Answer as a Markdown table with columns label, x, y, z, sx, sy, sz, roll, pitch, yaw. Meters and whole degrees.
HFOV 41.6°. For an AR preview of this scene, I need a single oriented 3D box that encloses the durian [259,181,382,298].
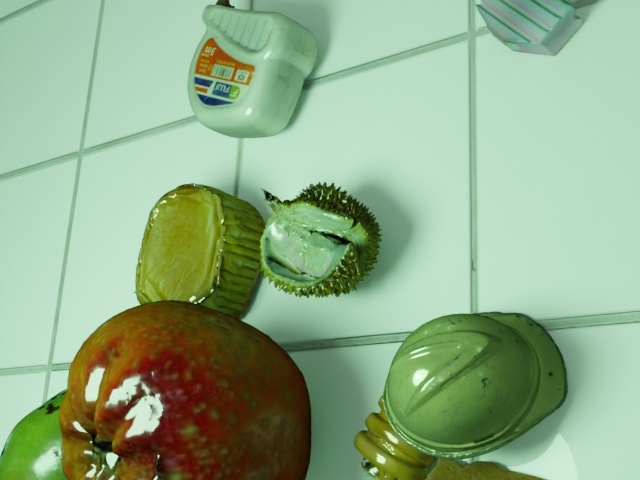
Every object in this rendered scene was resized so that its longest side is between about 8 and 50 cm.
| label | x | y | z | sx | sy | sz | roll | pitch | yaw |
| --- | --- | --- | --- | --- | --- | --- | --- | --- | --- |
| durian | 0.000 | 0.000 | 1.383 | 0.193 | 0.137 | 0.237 | -53 | 52 | 16 |

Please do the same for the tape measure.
| label | x | y | z | sx | sy | sz | roll | pitch | yaw |
| --- | --- | --- | --- | --- | --- | --- | --- | --- | --- |
| tape measure | -0.139 | -0.327 | 1.614 | 0.258 | 0.130 | 0.265 | 21 | 93 | 42 |

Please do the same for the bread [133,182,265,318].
| label | x | y | z | sx | sy | sz | roll | pitch | yaw |
| --- | --- | --- | --- | --- | --- | --- | --- | --- | --- |
| bread | -0.220 | 0.028 | 1.537 | 0.227 | 0.142 | 0.254 | 6 | 74 | 39 |

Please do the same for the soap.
| label | x | y | z | sx | sy | sz | roll | pitch | yaw |
| --- | --- | --- | --- | --- | --- | --- | --- | --- | --- |
| soap | 0.319 | -0.349 | 1.320 | 0.100 | 0.056 | 0.149 | -49 | 52 | 10 |

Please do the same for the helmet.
| label | x | y | z | sx | sy | sz | roll | pitch | yaw |
| --- | --- | --- | --- | --- | --- | --- | --- | --- | --- |
| helmet | 0.194 | 0.168 | 1.124 | 0.257 | 0.137 | 0.204 | -26 | 56 | 3 |

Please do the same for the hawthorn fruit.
| label | x | y | z | sx | sy | sz | roll | pitch | yaw |
| --- | --- | --- | --- | --- | --- | --- | --- | --- | --- |
| hawthorn fruit | -0.182 | 0.278 | 1.282 | 0.402 | 0.402 | 0.403 | -13 | 66 | 33 |

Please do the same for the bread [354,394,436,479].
| label | x | y | z | sx | sy | sz | roll | pitch | yaw |
| --- | --- | --- | --- | --- | --- | --- | --- | --- | --- |
| bread | 0.123 | 0.273 | 1.229 | 0.119 | 0.084 | 0.177 | 29 | 88 | 39 |

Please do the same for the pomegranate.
| label | x | y | z | sx | sy | sz | roll | pitch | yaw |
| --- | --- | --- | --- | --- | --- | --- | --- | --- | --- |
| pomegranate | -0.444 | 0.381 | 1.500 | 0.291 | 0.290 | 0.323 | -56 | 44 | 7 |

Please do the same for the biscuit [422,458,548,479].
| label | x | y | z | sx | sy | sz | roll | pitch | yaw |
| --- | --- | --- | --- | --- | --- | --- | --- | --- | --- |
| biscuit | 0.206 | 0.350 | 1.120 | 0.250 | 0.035 | 0.162 | -7 | 31 | 15 |
